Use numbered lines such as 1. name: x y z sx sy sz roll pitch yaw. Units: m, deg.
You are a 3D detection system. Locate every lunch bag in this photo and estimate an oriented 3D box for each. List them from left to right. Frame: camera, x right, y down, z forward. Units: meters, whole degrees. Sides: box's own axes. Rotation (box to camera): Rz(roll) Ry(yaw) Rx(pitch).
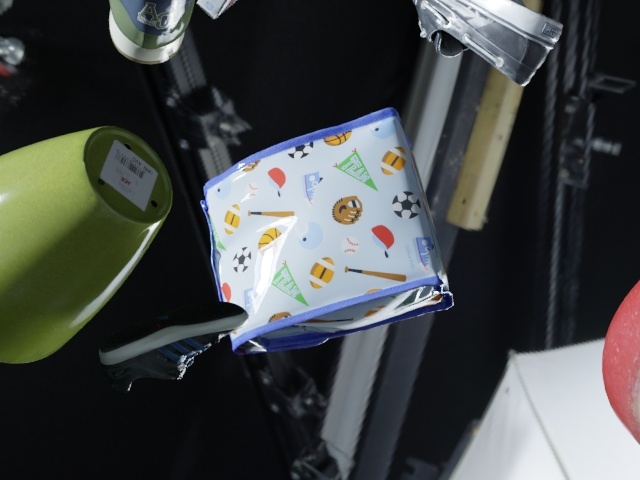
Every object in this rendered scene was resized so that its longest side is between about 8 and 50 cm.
1. lunch bag: 0.000 0.000 1.653 0.239 0.386 0.327 50 -156 -68

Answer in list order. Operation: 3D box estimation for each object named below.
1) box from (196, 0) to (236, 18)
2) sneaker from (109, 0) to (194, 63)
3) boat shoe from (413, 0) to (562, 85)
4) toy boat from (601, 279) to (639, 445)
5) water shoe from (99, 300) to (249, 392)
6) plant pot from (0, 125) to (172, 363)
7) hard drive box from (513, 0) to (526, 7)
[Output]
1. box: -0.083 -0.402 1.315 0.038 0.186 0.145 42 -128 -3
2. sneaker: -0.094 -0.207 0.558 0.064 0.086 0.192 1 -96 -14
3. boat shoe: 0.171 -0.288 1.234 0.108 0.301 0.102 7 -65 -49
4. toy boat: 0.207 -0.002 0.389 0.151 0.151 0.231 40 -84 -27
5. water shoe: -0.192 0.141 1.290 0.203 0.073 0.080 -15 -66 -11
6. plant pot: -0.338 -0.021 1.244 0.275 0.294 0.274 33 -138 -35
7. hard drive box: 0.215 -0.462 1.584 0.089 0.181 0.232 -41 -50 8
